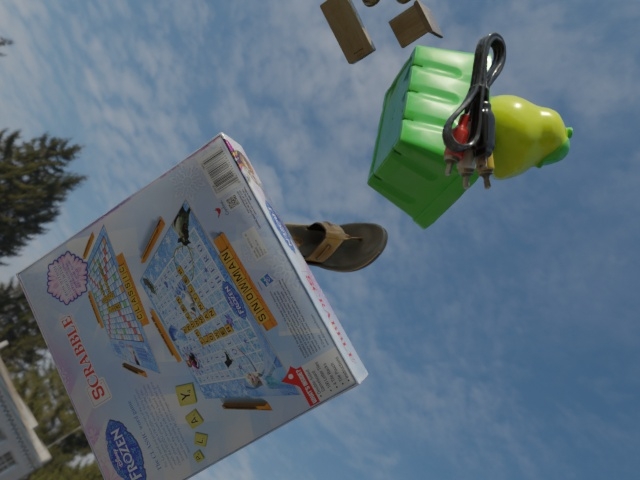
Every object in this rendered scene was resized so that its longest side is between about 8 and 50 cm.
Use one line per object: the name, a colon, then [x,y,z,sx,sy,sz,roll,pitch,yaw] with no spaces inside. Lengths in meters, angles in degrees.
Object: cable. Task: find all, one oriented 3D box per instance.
cable: [0.262,-0.237,0.946,0.072,0.139,0.288,-15,-115,56]

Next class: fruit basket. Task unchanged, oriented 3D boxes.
fruit basket: [0.323,-0.219,1.175,0.392,0.392,0.283,53,-32,10]

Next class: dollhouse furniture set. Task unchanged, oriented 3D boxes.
dollhouse furniture set: [0.113,-0.394,0.968,0.151,0.123,0.144,-26,-86,26]

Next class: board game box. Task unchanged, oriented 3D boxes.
board game box: [-0.160,0.095,0.630,0.317,0.066,0.319,-31,-102,10]

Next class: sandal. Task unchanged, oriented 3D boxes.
sandal: [0.000,0.000,0.727,0.180,0.072,0.049,5,-22,22]
